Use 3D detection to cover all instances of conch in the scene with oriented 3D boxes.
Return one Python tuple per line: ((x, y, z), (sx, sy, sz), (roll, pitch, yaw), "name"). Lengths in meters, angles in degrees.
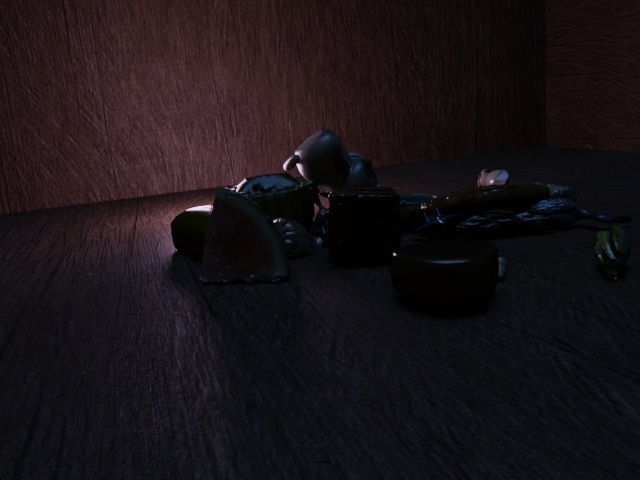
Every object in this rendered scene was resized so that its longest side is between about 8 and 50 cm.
((0.656, 0.021, 1.390), (0.079, 0.106, 0.170), (-8, 16, 21), "conch")
((-0.089, 0.007, 1.829), (0.207, 0.130, 0.155), (13, 41, -20), "conch")

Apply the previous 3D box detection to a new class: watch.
((0.337, -0.127, 2.272), (0.195, 0.068, 0.237), (9, 15, 41), "watch")

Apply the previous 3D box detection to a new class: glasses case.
((-0.335, -0.030, 1.927), (0.173, 0.141, 0.371), (-12, 15, -32), "glasses case")

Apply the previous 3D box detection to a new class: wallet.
((0.000, 0.000, 1.937), (0.082, 0.018, 0.156), (-17, 18, -42), "wallet")

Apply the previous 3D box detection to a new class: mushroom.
((0.717, -0.248, 2.566), (0.088, 0.097, 0.212), (-17, 13, -4), "mushroom")

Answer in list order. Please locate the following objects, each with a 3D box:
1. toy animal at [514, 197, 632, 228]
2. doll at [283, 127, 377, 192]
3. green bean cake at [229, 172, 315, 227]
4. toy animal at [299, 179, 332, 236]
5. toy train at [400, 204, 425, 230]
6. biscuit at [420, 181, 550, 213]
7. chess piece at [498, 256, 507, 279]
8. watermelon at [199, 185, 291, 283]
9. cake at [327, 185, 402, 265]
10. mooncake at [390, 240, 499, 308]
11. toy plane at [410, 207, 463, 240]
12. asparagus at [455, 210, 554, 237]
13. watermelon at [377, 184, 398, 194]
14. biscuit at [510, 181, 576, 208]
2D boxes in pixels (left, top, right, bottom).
((0.724, -0.083, 1.849), (0.195, 0.091, 0.324), (-8, 11, -39), "toy animal")
((0.063, -0.269, 2.330), (0.370, 0.226, 0.215), (33, -1, -18), "doll")
((-0.184, -0.141, 2.224), (0.309, 0.202, 0.285), (-7, 10, -8), "green bean cake")
((0.009, -0.106, 2.050), (0.103, 0.209, 0.100), (-27, -24, 4), "toy animal")
((0.214, -0.065, 1.983), (0.225, 0.090, 0.137), (-12, 18, -27), "toy train")
((0.520, -0.135, 1.986), (0.364, 0.063, 0.385), (-5, -4, -35), "biscuit")
((0.415, 0.069, 1.436), (0.035, 0.035, 0.092), (-1, 17, 17), "chess piece")
((-0.206, 0.011, 1.636), (0.310, 0.232, 0.193), (42, 19, 3), "watermelon")
((0.119, -0.048, 1.733), (0.198, 0.197, 0.293), (-3, 8, 3), "cake")
((0.257, 0.068, 1.306), (0.234, 0.117, 0.235), (-7, 11, 1), "mooncake")
((0.347, -0.044, 1.802), (0.169, 0.078, 0.246), (-21, 7, 4), "toy plane")
((0.533, -0.048, 1.812), (0.286, 0.080, 0.080), (-6, 13, -3), "asparagus")
((0.256, -0.164, 2.444), (0.154, 0.101, 0.080), (9, 5, 18), "watermelon")
((0.738, -0.157, 2.185), (0.281, 0.084, 0.179), (8, 18, 44), "biscuit")
